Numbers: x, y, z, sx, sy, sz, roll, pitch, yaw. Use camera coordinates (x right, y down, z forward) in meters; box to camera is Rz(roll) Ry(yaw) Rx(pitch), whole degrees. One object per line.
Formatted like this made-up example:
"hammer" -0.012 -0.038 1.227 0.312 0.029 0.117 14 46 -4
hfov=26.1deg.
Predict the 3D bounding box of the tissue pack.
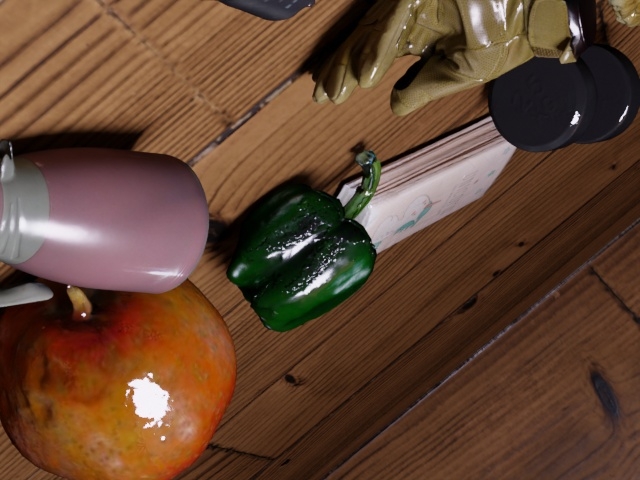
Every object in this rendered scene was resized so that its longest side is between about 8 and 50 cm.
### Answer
"tissue pack" 0.145 -0.073 2.053 0.325 0.071 0.170 -27 156 -34

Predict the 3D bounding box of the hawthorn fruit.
"hawthorn fruit" -0.238 0.124 1.535 0.277 0.277 0.298 -35 145 -13

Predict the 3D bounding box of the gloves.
"gloves" 0.136 -0.229 1.516 0.331 0.141 0.154 -10 171 24

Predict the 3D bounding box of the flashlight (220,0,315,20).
"flashlight" -0.124 -0.256 1.084 0.103 0.103 0.424 -45 160 18

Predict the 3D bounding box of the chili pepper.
"chili pepper" 0.000 0.000 1.818 0.261 0.165 0.174 -38 150 -9

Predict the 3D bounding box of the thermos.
"thermos" -0.254 -0.013 1.334 0.265 0.146 0.176 3 120 -52

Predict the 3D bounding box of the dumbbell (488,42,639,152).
"dumbbell" 0.357 -0.210 2.007 0.218 0.152 0.152 -13 148 -54

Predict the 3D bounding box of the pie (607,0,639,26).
"pie" 0.533 -0.430 1.943 0.339 0.083 0.339 -32 162 -12
